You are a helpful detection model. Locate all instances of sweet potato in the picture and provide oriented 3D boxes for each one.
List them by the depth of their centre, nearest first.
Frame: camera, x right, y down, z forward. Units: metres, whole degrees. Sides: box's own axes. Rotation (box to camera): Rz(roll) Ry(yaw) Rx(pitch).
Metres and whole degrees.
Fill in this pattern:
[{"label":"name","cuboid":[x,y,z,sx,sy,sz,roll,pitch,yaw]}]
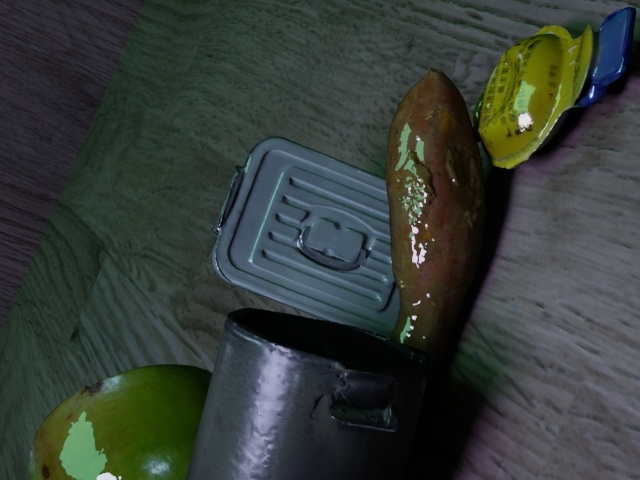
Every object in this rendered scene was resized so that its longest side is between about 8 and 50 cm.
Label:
[{"label":"sweet potato","cuboid":[0.109,0.021,1.499,0.109,0.109,0.385,180,95,-65]}]

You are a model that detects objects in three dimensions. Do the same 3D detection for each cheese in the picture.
[{"label":"cheese","cuboid":[0.222,-0.150,1.448,0.250,0.064,0.156,-27,47,61]}]

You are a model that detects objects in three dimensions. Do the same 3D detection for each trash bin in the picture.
[{"label":"trash bin","cuboid":[-0.028,0.227,1.403,0.252,0.203,0.301,34,113,62]}]

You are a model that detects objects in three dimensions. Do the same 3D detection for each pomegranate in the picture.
[{"label":"pomegranate","cuboid":[-0.133,0.270,1.629,0.358,0.310,0.216,-26,56,8]}]

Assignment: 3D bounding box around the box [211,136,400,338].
[{"label":"box","cuboid":[0.000,0.000,1.597,0.135,0.243,0.163,176,113,-77]}]
